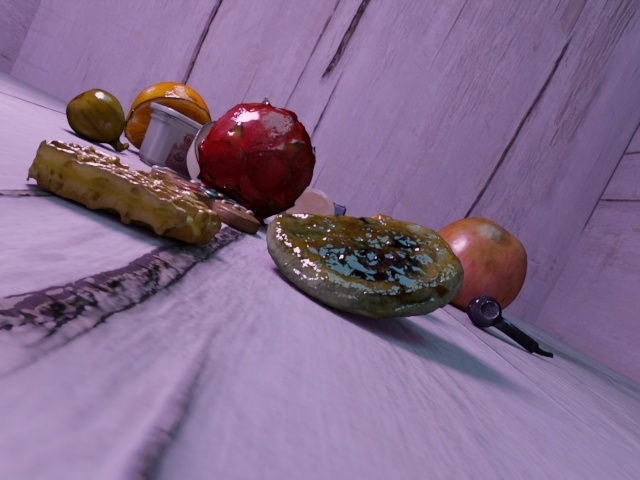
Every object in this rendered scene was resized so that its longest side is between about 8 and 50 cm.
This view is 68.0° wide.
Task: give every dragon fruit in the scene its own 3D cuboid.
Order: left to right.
[{"bbox_3d":[-0.162,-0.204,1.235,0.296,0.301,0.295,29,-27,17],"label":"dragon fruit"}]

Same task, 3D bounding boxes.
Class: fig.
[{"bbox_3d":[-0.612,-0.319,1.313,0.142,0.186,0.148,-31,28,-29],"label":"fig"}]

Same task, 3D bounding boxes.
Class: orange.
[{"bbox_3d":[-0.514,-0.408,1.614,0.275,0.274,0.310,24,-5,-31],"label":"orange"}]

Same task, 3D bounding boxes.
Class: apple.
[{"bbox_3d":[0.550,0.086,1.713,0.364,0.363,0.364,26,4,-2],"label":"apple"}]

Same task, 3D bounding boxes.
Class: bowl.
[{"bbox_3d":[-0.296,-0.220,1.401,0.238,0.237,0.126,23,-32,-39],"label":"bowl"}]

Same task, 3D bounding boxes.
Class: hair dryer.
[{"bbox_3d":[0.533,0.262,1.351,0.272,0.091,0.235,39,-3,13],"label":"hair dryer"}]

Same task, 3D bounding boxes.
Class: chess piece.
[{"bbox_3d":[-0.035,-0.093,1.692,0.167,0.166,0.299,26,0,0],"label":"chess piece"}]

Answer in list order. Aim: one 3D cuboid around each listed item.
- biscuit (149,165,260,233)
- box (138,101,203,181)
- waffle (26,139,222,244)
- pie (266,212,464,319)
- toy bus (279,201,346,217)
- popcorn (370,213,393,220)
[{"bbox_3d":[-0.242,-0.090,1.062,0.302,0.049,0.197,30,8,39],"label":"biscuit"},{"bbox_3d":[-0.411,-0.283,1.510,0.312,0.182,0.175,21,6,-42],"label":"box"},{"bbox_3d":[-0.227,-0.055,0.606,0.211,0.055,0.160,24,5,-11],"label":"waffle"},{"bbox_3d":[0.067,0.024,0.743,0.324,0.070,0.323,9,22,-4],"label":"pie"},{"bbox_3d":[-0.056,-0.142,2.107,0.324,0.161,0.194,24,5,-5],"label":"toy bus"},{"bbox_3d":[0.128,0.028,1.046,0.180,0.180,0.170,24,38,-26],"label":"popcorn"}]
